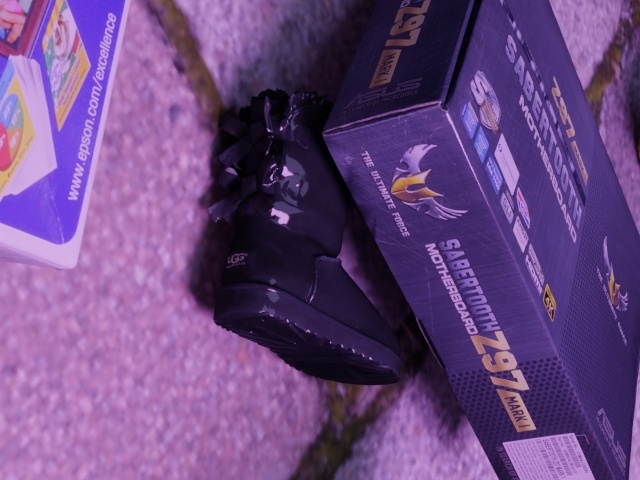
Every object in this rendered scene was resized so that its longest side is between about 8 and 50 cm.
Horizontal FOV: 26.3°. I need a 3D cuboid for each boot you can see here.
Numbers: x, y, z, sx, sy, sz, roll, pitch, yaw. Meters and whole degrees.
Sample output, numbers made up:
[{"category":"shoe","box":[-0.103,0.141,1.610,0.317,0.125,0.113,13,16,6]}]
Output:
[{"category":"boot","box":[0.000,0.000,0.571,0.121,0.045,0.099,33,57,-49]}]

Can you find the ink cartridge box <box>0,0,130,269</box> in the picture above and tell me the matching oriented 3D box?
[{"category":"ink cartridge box","box":[-0.136,-0.117,0.395,0.208,0.045,0.206,28,67,-50]}]

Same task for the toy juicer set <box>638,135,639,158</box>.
[{"category":"toy juicer set","box":[0.306,-0.187,0.863,0.209,0.089,0.329,3,84,-15]}]

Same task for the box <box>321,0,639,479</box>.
[{"category":"box","box":[0.091,-0.016,0.643,0.233,0.059,0.183,63,29,-30]}]
